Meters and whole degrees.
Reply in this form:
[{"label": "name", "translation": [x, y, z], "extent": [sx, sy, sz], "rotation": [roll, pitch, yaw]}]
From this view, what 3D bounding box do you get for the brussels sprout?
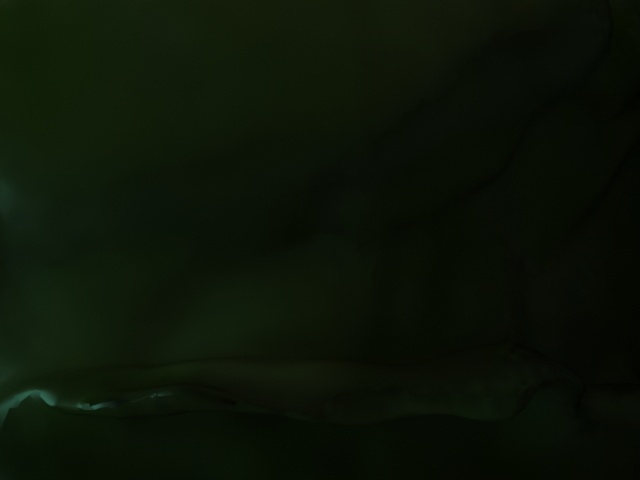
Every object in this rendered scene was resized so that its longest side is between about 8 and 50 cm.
[{"label": "brussels sprout", "translation": [-0.054, 0.004, 0.533], "extent": [0.425, 0.360, 0.343], "rotation": [-118, 27, -54]}]
